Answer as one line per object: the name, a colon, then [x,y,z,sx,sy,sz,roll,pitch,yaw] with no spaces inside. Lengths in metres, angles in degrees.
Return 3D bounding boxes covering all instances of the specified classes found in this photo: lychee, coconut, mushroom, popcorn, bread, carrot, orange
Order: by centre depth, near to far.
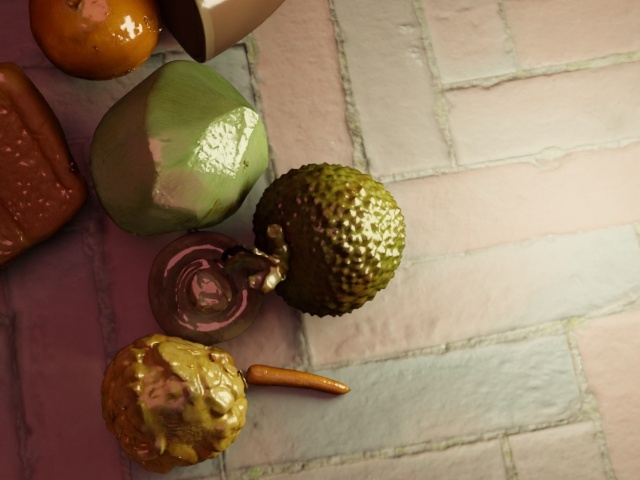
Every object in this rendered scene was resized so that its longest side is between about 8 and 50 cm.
popcorn: [-0.245,0.275,1.568,0.250,0.190,0.250,0,92,-5]
lychee: [0.008,-0.003,1.607,0.270,0.320,0.270,0,91,24]
coconut: [-0.234,-0.156,1.611,0.328,0.328,0.281,-22,86,-7]
mushroom: [-0.197,0.086,1.616,0.204,0.204,0.204,0,76,-2]
bread: [-0.603,-0.126,1.649,0.328,0.148,0.337,-33,111,-11]
carrot: [-0.038,0.249,1.667,0.190,0.037,0.037,8,76,-2]
orange: [-0.414,-0.410,1.728,0.240,0.240,0.240,0,76,-2]

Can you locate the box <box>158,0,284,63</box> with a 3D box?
box: [-0.198,-0.509,1.727,0.216,0.301,0.301,-33,79,-13]
